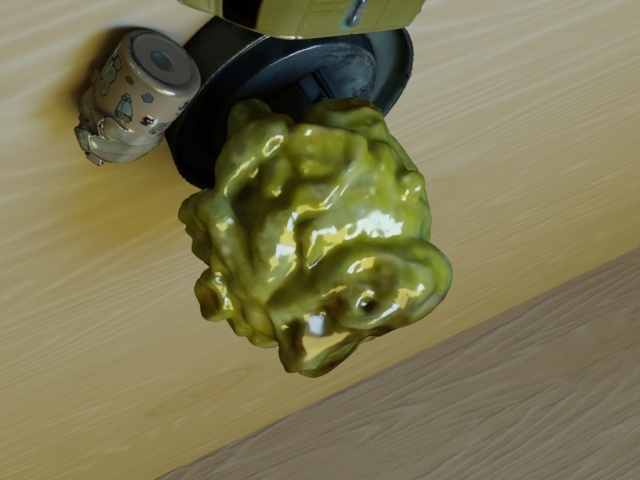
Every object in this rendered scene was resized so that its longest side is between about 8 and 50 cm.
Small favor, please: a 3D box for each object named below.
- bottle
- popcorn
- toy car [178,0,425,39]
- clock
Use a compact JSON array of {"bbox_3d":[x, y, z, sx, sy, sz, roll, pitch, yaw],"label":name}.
[{"bbox_3d":[-0.200,-0.136,0.881,0.099,0.099,0.152,-1,148,-48],"label":"bottle"},{"bbox_3d":[-0.014,-0.009,0.956,0.312,0.312,0.312,-25,156,-12],"label":"popcorn"},{"bbox_3d":[-0.015,-0.256,0.805,0.257,0.124,0.101,-15,152,-33],"label":"toy car"},{"bbox_3d":[-0.041,-0.176,1.016,0.319,0.066,0.319,-25,157,-12],"label":"clock"}]
